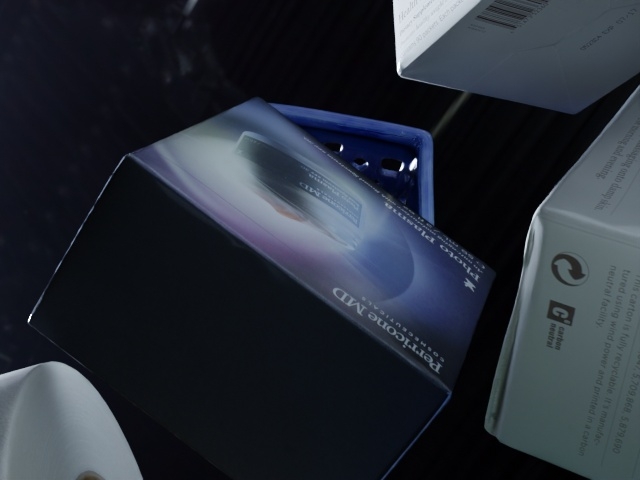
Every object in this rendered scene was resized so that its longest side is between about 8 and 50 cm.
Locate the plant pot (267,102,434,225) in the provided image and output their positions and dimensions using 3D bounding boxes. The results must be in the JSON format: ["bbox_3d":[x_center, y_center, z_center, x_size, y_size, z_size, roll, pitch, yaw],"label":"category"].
[{"bbox_3d":[0.000,0.000,1.250,0.236,0.212,0.236,8,-122,-5],"label":"plant pot"}]

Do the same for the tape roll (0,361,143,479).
[{"bbox_3d":[-0.189,0.288,0.798,0.392,0.072,0.392,-16,-90,-89],"label":"tape roll"}]

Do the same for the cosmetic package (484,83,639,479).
[{"bbox_3d":[0.308,0.058,0.521,0.385,0.156,0.217,22,-143,24],"label":"cosmetic package"}]

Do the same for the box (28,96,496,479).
[{"bbox_3d":[-0.027,0.047,0.895,0.296,0.183,0.294,36,-157,3],"label":"box"}]

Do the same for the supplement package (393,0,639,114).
[{"bbox_3d":[0.150,-0.219,0.646,0.149,0.194,0.203,8,-112,-25],"label":"supplement package"}]
